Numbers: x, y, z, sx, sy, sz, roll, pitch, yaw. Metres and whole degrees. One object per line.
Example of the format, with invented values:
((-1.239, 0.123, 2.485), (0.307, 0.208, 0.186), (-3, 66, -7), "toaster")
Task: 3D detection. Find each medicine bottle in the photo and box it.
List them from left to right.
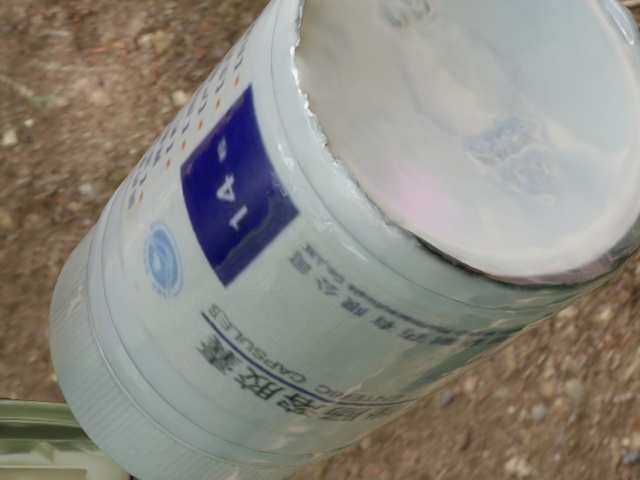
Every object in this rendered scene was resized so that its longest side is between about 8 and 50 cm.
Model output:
((0.000, 0.000, 0.804), (0.190, 0.190, 0.332), (52, 144, 3), "medicine bottle")

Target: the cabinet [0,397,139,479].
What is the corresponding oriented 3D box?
((-0.180, 0.297, 0.907), (0.227, 0.318, 0.290), (1, 124, -7), "cabinet")
